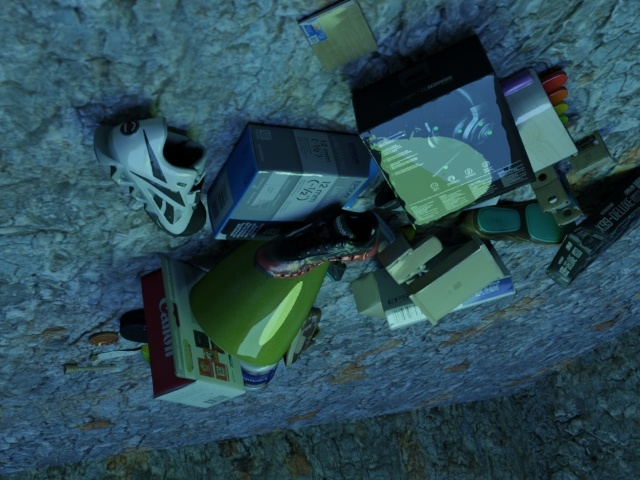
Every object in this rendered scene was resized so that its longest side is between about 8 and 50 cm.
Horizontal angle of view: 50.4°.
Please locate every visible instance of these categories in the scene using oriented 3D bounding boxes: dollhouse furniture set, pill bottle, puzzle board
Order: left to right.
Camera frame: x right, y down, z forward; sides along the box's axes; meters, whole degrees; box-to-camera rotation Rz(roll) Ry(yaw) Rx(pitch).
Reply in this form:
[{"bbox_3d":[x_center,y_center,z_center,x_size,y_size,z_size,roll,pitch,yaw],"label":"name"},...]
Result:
[{"bbox_3d":[-0.212,0.388,2.198,0.153,0.153,0.265,-7,153,-14],"label":"pill bottle"},{"bbox_3d":[0.030,-0.326,1.081,0.096,0.011,0.128,-20,153,14],"label":"puzzle board"},{"bbox_3d":[0.230,-0.012,1.584,0.198,0.303,0.286,-37,132,6],"label":"dollhouse furniture set"},{"bbox_3d":[0.608,-0.140,1.607,0.183,0.129,0.129,-29,150,27],"label":"dollhouse furniture set"}]

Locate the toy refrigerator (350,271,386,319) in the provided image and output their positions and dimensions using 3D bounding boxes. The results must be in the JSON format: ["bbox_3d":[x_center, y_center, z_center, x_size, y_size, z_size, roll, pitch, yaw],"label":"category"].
[{"bbox_3d":[0.212,0.180,2.065,0.094,0.102,0.269,-32,150,31],"label":"toy refrigerator"}]

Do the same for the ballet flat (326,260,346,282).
[{"bbox_3d":[0.011,0.043,1.743,0.074,0.074,0.203,-24,146,18],"label":"ballet flat"}]

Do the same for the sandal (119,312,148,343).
[{"bbox_3d":[-0.333,0.236,1.921,0.445,0.107,0.167,11,147,-19],"label":"sandal"}]

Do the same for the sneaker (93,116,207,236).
[{"bbox_3d":[-0.256,-0.109,1.235,0.146,0.122,0.330,-17,154,9],"label":"sneaker"}]

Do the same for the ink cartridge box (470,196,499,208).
[{"bbox_3d":[0.314,-0.116,1.578,0.209,0.062,0.109,-11,154,-6],"label":"ink cartridge box"}]

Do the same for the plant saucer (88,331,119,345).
[{"bbox_3d":[-0.616,0.280,1.935,0.083,0.013,0.083,-12,153,-6],"label":"plant saucer"}]

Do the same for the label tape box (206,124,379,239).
[{"bbox_3d":[-0.024,-0.103,1.379,0.347,0.115,0.249,3,149,-29],"label":"label tape box"}]

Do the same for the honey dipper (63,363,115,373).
[{"bbox_3d":[-0.708,0.394,2.097,0.160,0.030,0.030,6,147,-39],"label":"honey dipper"}]

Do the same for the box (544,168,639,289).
[{"bbox_3d":[0.757,-0.029,1.818,0.307,0.076,0.242,-39,158,-13],"label":"box"}]

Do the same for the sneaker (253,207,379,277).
[{"bbox_3d":[0.000,0.000,1.360,0.276,0.098,0.135,-13,156,-18],"label":"sneaker"}]

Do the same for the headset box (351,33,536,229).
[{"bbox_3d":[0.219,-0.192,1.223,0.246,0.131,0.283,-23,132,18],"label":"headset box"}]

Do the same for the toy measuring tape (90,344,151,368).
[{"bbox_3d":[-0.524,0.380,2.068,0.330,0.121,0.121,-6,152,-17],"label":"toy measuring tape"}]

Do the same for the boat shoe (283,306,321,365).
[{"bbox_3d":[-0.058,0.299,2.148,0.123,0.123,0.342,-7,146,-13],"label":"boat shoe"}]

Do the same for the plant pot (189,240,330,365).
[{"bbox_3d":[-0.110,0.093,1.584,0.275,0.275,0.293,16,122,-46],"label":"plant pot"}]

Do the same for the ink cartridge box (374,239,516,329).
[{"bbox_3d":[0.310,0.087,1.803,0.324,0.330,0.071,-18,114,5],"label":"ink cartridge box"}]

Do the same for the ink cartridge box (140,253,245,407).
[{"bbox_3d":[-0.328,0.220,1.634,0.130,0.309,0.272,-24,151,18],"label":"ink cartridge box"}]

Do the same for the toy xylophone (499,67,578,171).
[{"bbox_3d":[0.411,-0.218,1.408,0.236,0.081,0.322,-23,153,16],"label":"toy xylophone"}]

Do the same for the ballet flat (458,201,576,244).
[{"bbox_3d":[0.510,-0.038,1.801,0.342,0.116,0.124,-1,171,-25],"label":"ballet flat"}]

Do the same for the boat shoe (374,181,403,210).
[{"bbox_3d":[0.189,-0.126,1.479,0.070,0.078,0.219,-2,153,-26],"label":"boat shoe"}]
